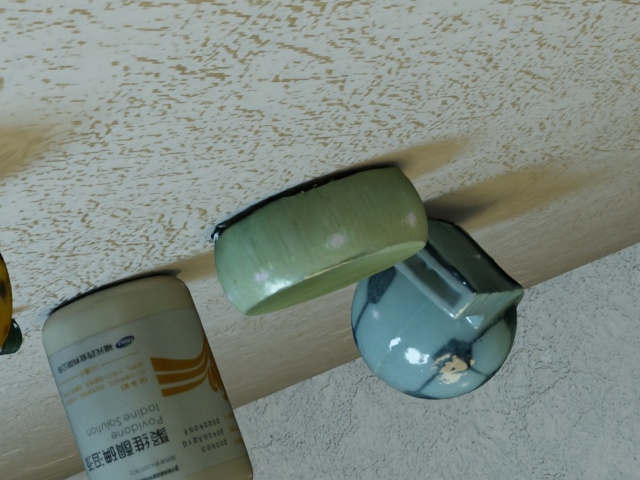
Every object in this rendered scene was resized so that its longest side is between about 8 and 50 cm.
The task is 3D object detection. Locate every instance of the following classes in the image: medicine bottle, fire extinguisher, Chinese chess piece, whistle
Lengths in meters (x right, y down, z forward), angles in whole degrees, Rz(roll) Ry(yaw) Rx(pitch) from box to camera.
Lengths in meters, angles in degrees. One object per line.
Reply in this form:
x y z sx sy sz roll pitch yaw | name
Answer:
-0.109 0.157 1.036 0.114 0.252 0.114 -20 173 -3 | medicine bottle
-0.236 0.067 0.949 0.038 0.025 0.083 3 -174 35 | fire extinguisher
0.000 0.000 0.961 0.144 0.059 0.144 -21 173 -3 | Chinese chess piece
0.092 0.066 1.285 0.163 0.164 0.289 -23 170 18 | whistle

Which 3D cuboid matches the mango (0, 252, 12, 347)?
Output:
-0.215 0.037 0.596 0.178 0.090 0.115 -10 177 -12 | mango
